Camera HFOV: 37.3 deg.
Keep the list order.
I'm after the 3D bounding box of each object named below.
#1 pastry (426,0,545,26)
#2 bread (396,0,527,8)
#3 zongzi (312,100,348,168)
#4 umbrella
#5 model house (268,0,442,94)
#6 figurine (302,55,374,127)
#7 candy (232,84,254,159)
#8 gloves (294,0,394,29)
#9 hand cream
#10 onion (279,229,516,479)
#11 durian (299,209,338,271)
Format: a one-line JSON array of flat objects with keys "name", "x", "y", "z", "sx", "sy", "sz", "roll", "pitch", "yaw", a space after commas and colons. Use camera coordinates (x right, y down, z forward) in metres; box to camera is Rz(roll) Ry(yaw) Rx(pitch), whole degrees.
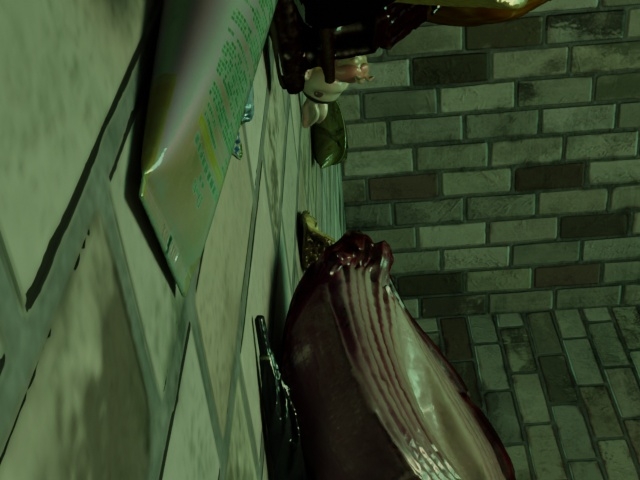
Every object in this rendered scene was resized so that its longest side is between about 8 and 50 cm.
[{"name": "pastry", "x": 0.121, "y": -0.377, "z": 0.943, "sx": 0.312, "sy": 0.389, "sz": 0.388, "roll": -61, "pitch": -175, "yaw": 14}, {"name": "bread", "x": 0.006, "y": -0.289, "z": 0.547, "sx": 0.236, "sy": 0.198, "sz": 0.263, "roll": 8, "pitch": 92, "yaw": -48}, {"name": "zongzi", "x": 0.005, "y": -0.160, "z": 1.390, "sx": 0.113, "sy": 0.052, "sz": 0.104, "roll": -31, "pitch": 110, "yaw": -72}, {"name": "umbrella", "x": -0.018, "y": 0.176, "z": 0.611, "sx": 0.044, "sy": 0.044, "sz": 0.268, "roll": -31, "pitch": 117, "yaw": -44}, {"name": "model house", "x": 0.027, "y": -0.239, "z": 0.764, "sx": 0.203, "sy": 0.164, "sz": 0.141, "roll": 79, "pitch": 2, "yaw": -49}, {"name": "figurine", "x": 0.010, "y": -0.208, "z": 1.155, "sx": 0.098, "sy": 0.081, "sz": 0.146, "roll": 18, "pitch": -63, "yaw": 53}, {"name": "candy", "x": -0.045, "y": -0.082, "z": 0.484, "sx": 0.030, "sy": 0.020, "sz": 0.083, "roll": 82, "pitch": 4, "yaw": -69}, {"name": "gloves", "x": -0.026, "y": -0.181, "z": 0.301, "sx": 0.212, "sy": 0.111, "sz": 0.127, "roll": 58, "pitch": 4, "yaw": 10}, {"name": "hand cream", "x": -0.043, "y": -0.072, "z": 0.366, "sx": 0.076, "sy": 0.047, "sz": 0.174, "roll": 82, "pitch": 14, "yaw": -62}, {"name": "onion", "x": 0.041, "y": 0.117, "z": 0.735, "sx": 0.227, "sy": 0.120, "sz": 0.283, "roll": 38, "pitch": 26, "yaw": -46}, {"name": "durian", "x": -0.009, "y": 0.004, "z": 1.042, "sx": 0.066, "sy": 0.052, "sz": 0.130, "roll": 48, "pitch": 0, "yaw": -1}]
